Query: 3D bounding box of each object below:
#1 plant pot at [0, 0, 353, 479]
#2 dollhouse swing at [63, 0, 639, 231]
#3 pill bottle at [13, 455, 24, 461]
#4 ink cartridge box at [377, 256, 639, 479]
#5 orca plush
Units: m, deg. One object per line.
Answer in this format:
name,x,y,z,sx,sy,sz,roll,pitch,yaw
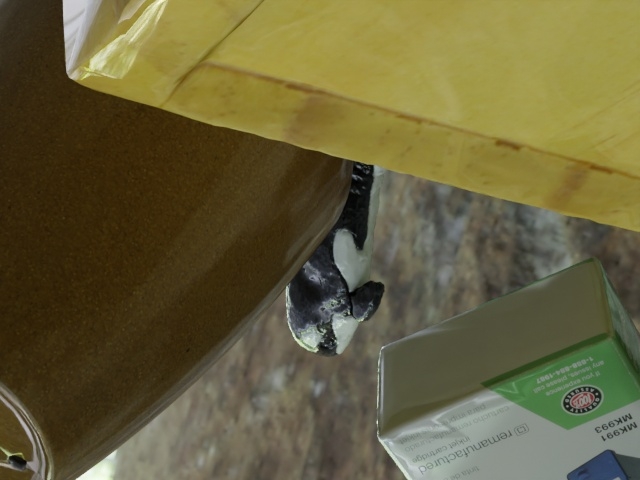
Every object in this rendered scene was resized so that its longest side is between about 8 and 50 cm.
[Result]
plant pot,-0.131,0.008,0.648,0.237,0.237,0.254,-50,-170,42
dollhouse swing,0.136,-0.163,0.376,0.305,0.346,0.315,-53,-145,41
pill bottle,-0.156,0.220,0.688,0.117,0.215,0.117,-26,-167,6
ink cartridge box,0.152,0.140,0.794,0.154,0.212,0.093,-25,-153,17
orca plush,0.000,0.000,1.239,0.287,0.102,0.151,112,-31,-46
